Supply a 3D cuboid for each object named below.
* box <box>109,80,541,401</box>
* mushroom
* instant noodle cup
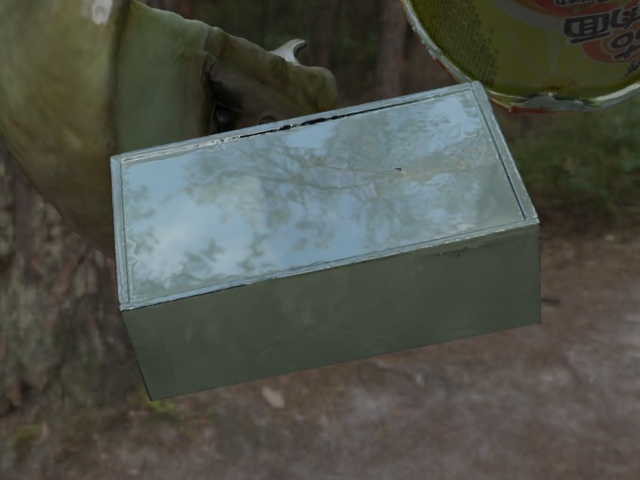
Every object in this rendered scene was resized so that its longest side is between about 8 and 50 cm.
[{"bbox_3d":[0.000,0.000,0.704,0.225,0.086,0.129,-11,44,-2],"label":"box"},{"bbox_3d":[-0.148,-0.095,0.914,0.217,0.212,0.292,13,12,32],"label":"mushroom"},{"bbox_3d":[0.183,-0.252,0.910,0.264,0.264,0.200,5,-18,6],"label":"instant noodle cup"}]
